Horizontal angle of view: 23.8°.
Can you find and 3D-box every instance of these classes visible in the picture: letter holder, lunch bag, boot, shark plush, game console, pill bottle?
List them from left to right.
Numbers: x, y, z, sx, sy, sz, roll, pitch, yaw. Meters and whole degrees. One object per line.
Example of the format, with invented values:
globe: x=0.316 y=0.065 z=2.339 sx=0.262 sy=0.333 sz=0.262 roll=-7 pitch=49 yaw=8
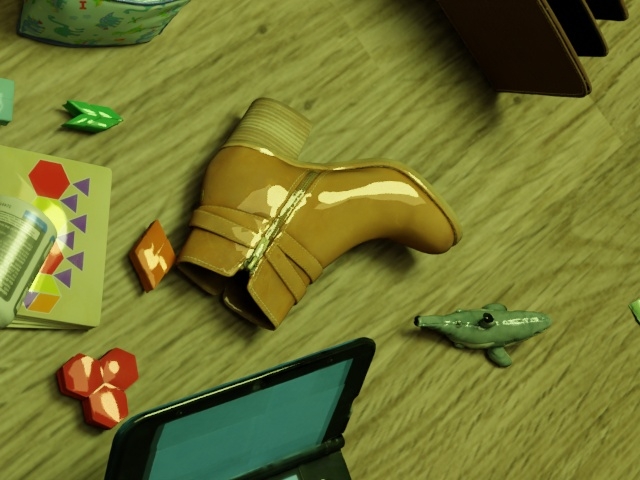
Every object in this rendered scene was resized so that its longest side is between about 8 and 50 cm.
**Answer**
pill bottle: x=-0.306 y=0.033 z=1.406 sx=0.078 sy=0.078 sz=0.137 roll=33 pitch=61 yaw=-17
lunch bag: x=-0.216 y=-0.252 z=1.550 sx=0.151 sy=0.129 sz=0.096 roll=13 pitch=69 yaw=-25
game console: x=-0.057 y=0.260 z=1.453 sx=0.293 sy=0.173 sz=0.250 roll=-17 pitch=83 yaw=-32
boot: x=0.000 y=0.000 z=1.603 sx=0.283 sy=0.109 sz=0.220 roll=32 pitch=60 yaw=-15
shark plush: x=0.177 y=0.086 z=1.703 sx=0.161 sy=0.067 sz=0.073 roll=18 pitch=67 yaw=-24
letter holder: x=0.227 y=-0.325 z=1.714 sx=0.152 sy=0.214 sz=0.302 roll=-42 pitch=112 yaw=-13

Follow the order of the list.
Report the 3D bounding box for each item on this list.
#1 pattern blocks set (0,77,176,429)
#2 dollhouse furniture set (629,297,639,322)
pattern blocks set: x=-0.280 y=0.003 z=1.493 sx=0.285 sy=0.026 sz=0.324 roll=20 pitch=66 yaw=-24
dollhouse furniture set: x=0.460 y=0.076 z=1.874 sx=0.152 sy=0.058 sz=0.076 roll=-28 pitch=89 yaw=-33
